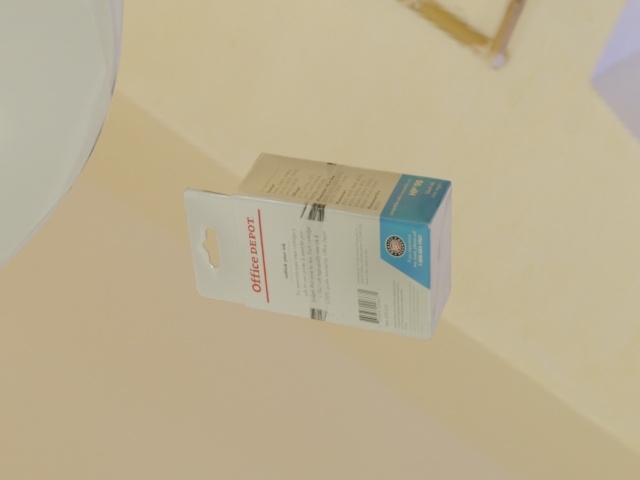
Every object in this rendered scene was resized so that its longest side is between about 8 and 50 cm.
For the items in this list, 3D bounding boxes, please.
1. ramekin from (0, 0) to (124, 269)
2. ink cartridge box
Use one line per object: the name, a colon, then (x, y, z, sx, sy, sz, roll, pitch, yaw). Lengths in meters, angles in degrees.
ramekin: (-0.202, -0.075, 0.432, 0.277, 0.277, 0.135, -10, -133, -38)
ink cartridge box: (0.000, 0.000, 0.920, 0.180, 0.104, 0.060, 10, -141, 17)
